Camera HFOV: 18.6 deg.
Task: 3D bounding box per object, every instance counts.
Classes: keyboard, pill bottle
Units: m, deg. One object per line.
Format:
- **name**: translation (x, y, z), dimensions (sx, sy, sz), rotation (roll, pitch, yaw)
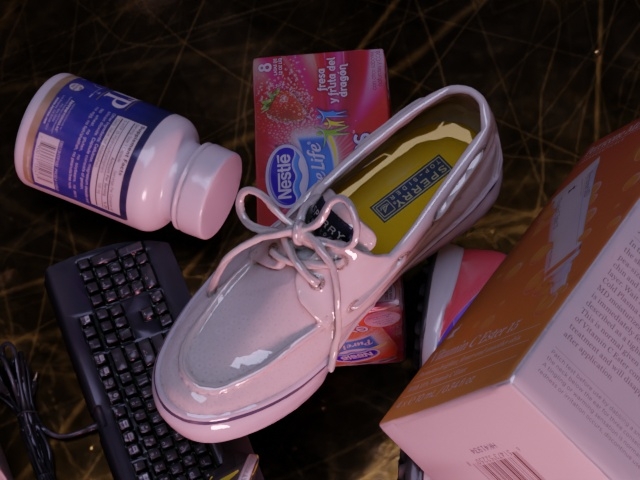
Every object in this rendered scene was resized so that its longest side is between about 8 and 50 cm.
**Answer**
- **keyboard**: translation (-0.179, 0.152, 1.715), dimensions (0.201, 0.033, 0.317), rotation (-22, 63, -5)
- **pill bottle**: translation (-0.172, -0.072, 1.778), dimensions (0.186, 0.112, 0.112), rotation (22, 68, 15)

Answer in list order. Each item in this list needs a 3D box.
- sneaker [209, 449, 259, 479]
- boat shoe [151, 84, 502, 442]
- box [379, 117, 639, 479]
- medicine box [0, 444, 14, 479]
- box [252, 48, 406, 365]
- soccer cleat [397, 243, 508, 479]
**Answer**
- **sneaker**: translation (-0.081, 0.213, 1.653), dimensions (0.035, 0.031, 0.083), rotation (17, 54, 15)
- **boat shoe**: translation (0.007, 0.005, 1.554), dimensions (0.367, 0.156, 0.136), rotation (-39, 67, -14)
- **box**: translation (0.242, 0.062, 1.559), dimensions (0.168, 0.215, 0.345), rotation (44, 62, -8)
- **medicine box**: translation (-0.444, 0.151, 1.676), dimensions (0.289, 0.149, 0.263), rotation (-23, 64, -5)
- **box**: translation (0.008, -0.027, 1.729), dimensions (0.122, 0.128, 0.257), rotation (-4, 64, 3)
- **soccer cleat**: translation (0.128, 0.151, 1.647), dimensions (0.116, 0.109, 0.318), rotation (7, 62, 4)
